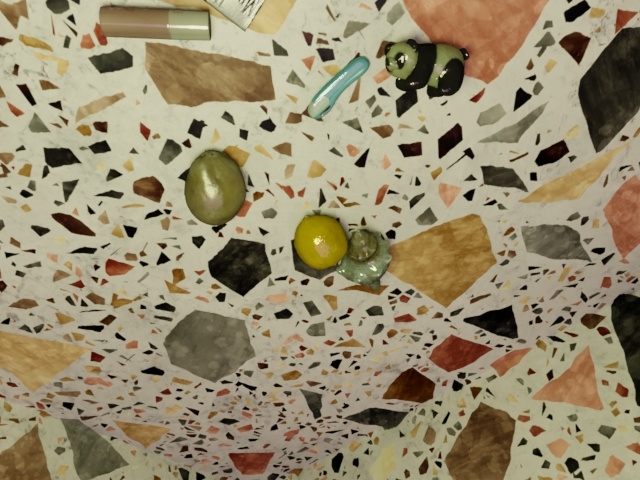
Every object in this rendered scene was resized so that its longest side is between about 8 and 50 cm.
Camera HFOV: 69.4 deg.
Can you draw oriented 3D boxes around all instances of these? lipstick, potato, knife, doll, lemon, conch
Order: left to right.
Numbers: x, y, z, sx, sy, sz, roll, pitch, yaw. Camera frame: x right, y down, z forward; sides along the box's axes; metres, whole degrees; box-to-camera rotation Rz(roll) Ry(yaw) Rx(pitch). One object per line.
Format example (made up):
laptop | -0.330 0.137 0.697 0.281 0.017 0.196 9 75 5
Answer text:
lipstick | -0.403 -0.535 1.141 0.254 0.070 0.070 -1 129 -7
potato | -0.320 -0.157 1.406 0.178 0.160 0.235 -28 122 -35
lemon | 0.000 0.000 1.558 0.178 0.178 0.203 -26 106 13
knife | 0.049 -0.432 1.309 0.222 0.031 0.064 -41 119 19
conch | 0.158 0.093 1.658 0.203 0.170 0.386 -3 129 11
doll | 0.281 -0.465 1.253 0.234 0.143 0.135 4 104 -9

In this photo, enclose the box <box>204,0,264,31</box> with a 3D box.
box | -0.226 -0.614 1.123 0.177 0.036 0.115 30 119 -27
